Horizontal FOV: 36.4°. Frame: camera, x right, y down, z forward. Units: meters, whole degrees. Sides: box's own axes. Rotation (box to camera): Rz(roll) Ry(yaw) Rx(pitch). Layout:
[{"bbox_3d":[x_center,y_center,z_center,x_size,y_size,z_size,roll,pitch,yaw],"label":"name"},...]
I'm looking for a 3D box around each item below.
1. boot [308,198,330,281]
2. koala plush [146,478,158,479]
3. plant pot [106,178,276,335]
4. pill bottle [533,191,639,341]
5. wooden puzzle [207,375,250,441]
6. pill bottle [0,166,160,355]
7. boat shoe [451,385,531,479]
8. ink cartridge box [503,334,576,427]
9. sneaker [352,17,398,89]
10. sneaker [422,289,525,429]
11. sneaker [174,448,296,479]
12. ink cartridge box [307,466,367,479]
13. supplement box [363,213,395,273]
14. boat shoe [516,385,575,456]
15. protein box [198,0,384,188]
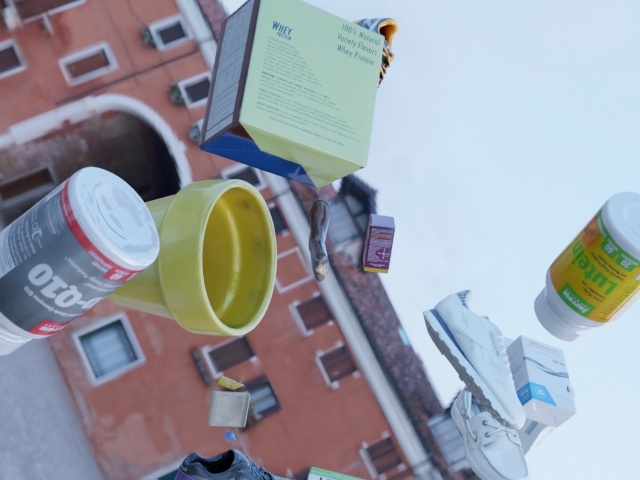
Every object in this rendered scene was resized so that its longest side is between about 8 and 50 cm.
[{"bbox_3d":[0.000,0.000,1.635,0.114,0.037,0.107,-95,-172,-60],"label":"boot"},{"bbox_3d":[-0.416,0.691,2.254,0.221,0.203,0.196,59,-8,11],"label":"koala plush"},{"bbox_3d":[-0.232,0.029,1.605,0.254,0.238,0.254,-1,90,-65],"label":"plant pot"},{"bbox_3d":[0.439,0.051,1.520,0.136,0.136,0.246,59,-39,27],"label":"pill bottle"},{"bbox_3d":[-0.172,0.313,1.818,0.014,0.078,0.116,-150,-104,-71],"label":"wooden puzzle"},{"bbox_3d":[-0.378,0.037,1.364,0.161,0.283,0.161,46,23,-25],"label":"pill bottle"},{"bbox_3d":[0.314,0.351,1.793,0.277,0.098,0.096,-118,-146,-58],"label":"boat shoe"},{"bbox_3d":[0.403,0.246,1.810,0.060,0.104,0.180,-52,-153,40],"label":"ink cartridge box"},{"bbox_3d":[0.090,-0.319,1.741,0.084,0.083,0.215,43,46,-48],"label":"sneaker"},{"bbox_3d":[0.253,0.180,1.497,0.235,0.094,0.090,57,-10,24],"label":"sneaker"},{"bbox_3d":[-0.152,0.484,1.954,0.107,0.283,0.124,43,-58,57],"label":"sneaker"},{"bbox_3d":[0.041,0.551,1.716,0.255,0.188,0.097,-73,173,-47],"label":"ink cartridge box"},{"bbox_3d":[0.097,0.005,1.614,0.055,0.043,0.083,-85,-178,-67],"label":"supplement box"},{"bbox_3d":[0.438,0.354,1.915,0.066,0.184,0.063,35,13,23],"label":"boat shoe"},{"bbox_3d":[-0.039,-0.207,1.352,0.136,0.199,0.201,-19,-122,57],"label":"protein box"}]
